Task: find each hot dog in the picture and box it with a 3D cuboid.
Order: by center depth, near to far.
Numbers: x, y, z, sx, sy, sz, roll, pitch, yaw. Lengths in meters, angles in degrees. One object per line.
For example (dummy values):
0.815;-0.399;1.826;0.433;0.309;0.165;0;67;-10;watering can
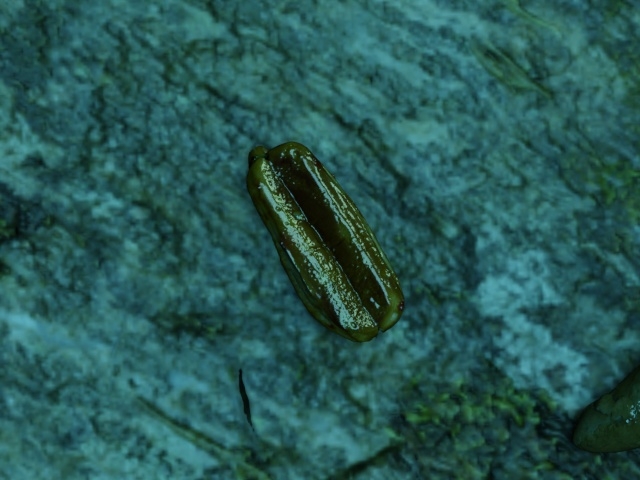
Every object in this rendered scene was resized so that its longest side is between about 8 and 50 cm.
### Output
0.000;0.000;1.218;0.062;0.038;0.144;-33;90;-4;hot dog

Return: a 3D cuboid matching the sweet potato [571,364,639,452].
0.323;0.098;1.223;0.310;0.098;0.124;10;68;8;sweet potato
